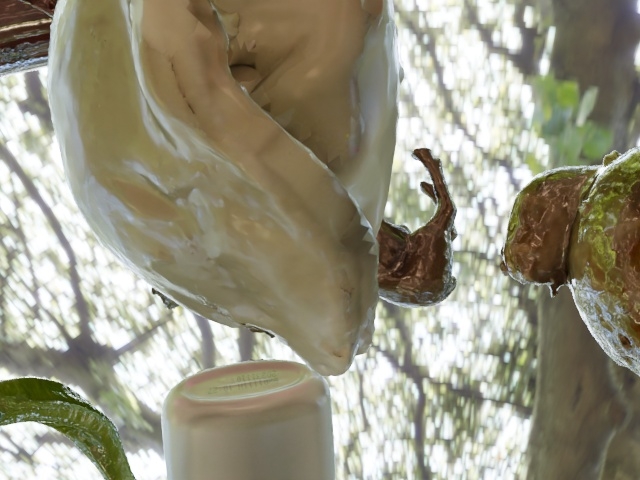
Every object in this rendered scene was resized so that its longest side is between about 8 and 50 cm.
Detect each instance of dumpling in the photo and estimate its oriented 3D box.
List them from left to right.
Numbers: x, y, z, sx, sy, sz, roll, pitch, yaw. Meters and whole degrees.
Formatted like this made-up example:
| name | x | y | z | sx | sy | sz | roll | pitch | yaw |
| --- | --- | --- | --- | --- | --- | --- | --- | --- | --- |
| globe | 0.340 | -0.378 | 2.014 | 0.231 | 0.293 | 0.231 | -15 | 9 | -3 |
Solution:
| name | x | y | z | sx | sy | sz | roll | pitch | yaw |
| --- | --- | --- | --- | --- | --- | --- | --- | --- | --- |
| dumpling | -0.025 | -0.044 | 0.553 | 0.118 | 0.136 | 0.199 | -28 | -69 | -6 |

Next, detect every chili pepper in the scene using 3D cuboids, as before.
| name | x | y | z | sx | sy | sz | roll | pitch | yaw |
| --- | --- | --- | --- | --- | --- | --- | --- | --- | --- |
| chili pepper | -0.080 | 0.052 | 0.496 | 0.017 | 0.083 | 0.030 | 28 | -82 | 42 |

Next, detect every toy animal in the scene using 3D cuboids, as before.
| name | x | y | z | sx | sy | sz | roll | pitch | yaw |
| --- | --- | --- | --- | --- | --- | --- | --- | --- | --- |
| toy animal | 0.000 | 0.000 | 1.287 | 0.214 | 0.094 | 0.186 | 22 | -111 | -10 |

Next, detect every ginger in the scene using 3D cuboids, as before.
| name | x | y | z | sx | sy | sz | roll | pitch | yaw |
| --- | --- | --- | --- | --- | --- | --- | --- | --- | --- |
| ginger | 0.305 | 0.005 | 1.195 | 0.375 | 0.176 | 0.256 | -1 | -123 | 14 |

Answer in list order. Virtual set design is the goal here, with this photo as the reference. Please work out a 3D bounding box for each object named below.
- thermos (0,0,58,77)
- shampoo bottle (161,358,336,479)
| name | x | y | z | sx | sy | sz | roll | pitch | yaw |
| --- | --- | --- | --- | --- | --- | --- | --- | --- | --- |
| thermos | -0.137 | -0.140 | 0.936 | 0.232 | 0.099 | 0.124 | -9 | -114 | 15 |
| shampoo bottle | -0.042 | 0.178 | 1.160 | 0.108 | 0.221 | 0.051 | -9 | -147 | -9 |
